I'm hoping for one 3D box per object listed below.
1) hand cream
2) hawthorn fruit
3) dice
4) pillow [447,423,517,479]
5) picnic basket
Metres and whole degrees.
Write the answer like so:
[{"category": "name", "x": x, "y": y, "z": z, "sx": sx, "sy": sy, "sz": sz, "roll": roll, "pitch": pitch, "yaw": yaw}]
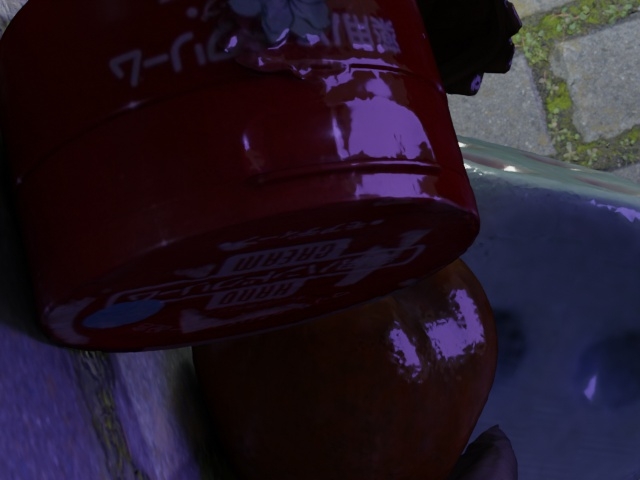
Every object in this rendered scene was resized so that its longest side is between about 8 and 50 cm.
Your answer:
[{"category": "hand cream", "x": -0.043, "y": -0.043, "z": 0.662, "sx": 0.230, "sy": 0.230, "sz": 0.149, "roll": 47, "pitch": 27, "yaw": -69}, {"category": "hawthorn fruit", "x": 0.017, "y": 0.113, "z": 0.890, "sx": 0.199, "sy": 0.199, "sz": 0.251, "roll": -86, "pitch": 174, "yaw": -66}, {"category": "dice", "x": 0.141, "y": 0.060, "z": 1.122, "sx": 0.268, "sy": 0.262, "sz": 0.265, "roll": -136, "pitch": -122, "yaw": -69}, {"category": "pillow", "x": 0.083, "y": 0.256, "z": 0.955, "sx": 0.173, "sy": 0.067, "sz": 0.270, "roll": -51, "pitch": 159, "yaw": -51}, {"category": "picnic basket", "x": 0.067, "y": -0.218, "z": 1.405, "sx": 0.321, "sy": 0.291, "sz": 0.254, "roll": -111, "pitch": 176, "yaw": -47}]
